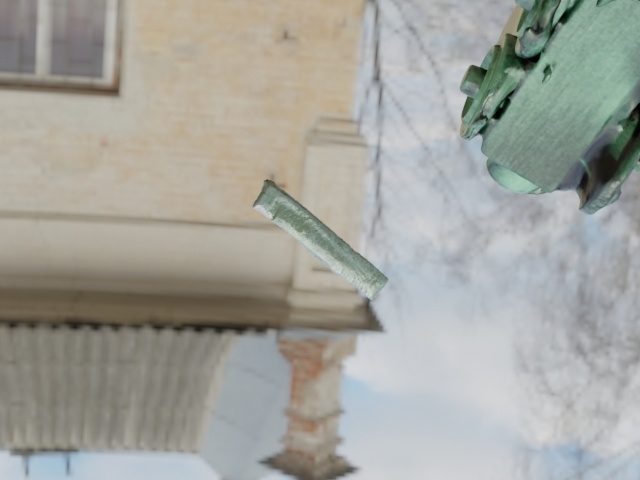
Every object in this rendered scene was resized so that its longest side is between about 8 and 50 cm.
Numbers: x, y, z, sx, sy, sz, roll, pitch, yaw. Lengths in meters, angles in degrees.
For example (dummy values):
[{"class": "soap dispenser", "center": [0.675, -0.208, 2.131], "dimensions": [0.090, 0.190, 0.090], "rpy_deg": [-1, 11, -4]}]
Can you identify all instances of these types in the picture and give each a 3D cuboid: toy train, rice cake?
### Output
[{"class": "toy train", "center": [0.224, -0.172, 1.159], "dimensions": [0.167, 0.299, 0.238], "rpy_deg": [26, -126, -5]}, {"class": "rice cake", "center": [-0.001, 0.001, 1.416], "dimensions": [0.171, 0.033, 0.029], "rpy_deg": [40, -179, -26]}]
